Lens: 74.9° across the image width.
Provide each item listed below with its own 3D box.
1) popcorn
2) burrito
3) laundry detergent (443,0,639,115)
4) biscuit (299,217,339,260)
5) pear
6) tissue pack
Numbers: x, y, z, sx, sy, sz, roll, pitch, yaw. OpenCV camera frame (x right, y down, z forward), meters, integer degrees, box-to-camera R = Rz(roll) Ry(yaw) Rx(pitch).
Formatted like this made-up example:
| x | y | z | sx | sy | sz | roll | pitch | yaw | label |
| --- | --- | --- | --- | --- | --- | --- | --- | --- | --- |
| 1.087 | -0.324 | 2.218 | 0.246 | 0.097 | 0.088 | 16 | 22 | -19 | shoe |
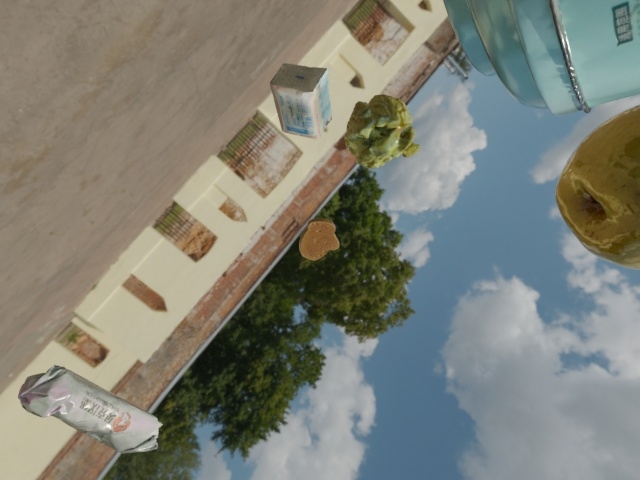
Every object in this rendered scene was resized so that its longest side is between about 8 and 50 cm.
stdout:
| x | y | z | sx | sy | sz | roll | pitch | yaw | label |
| --- | --- | --- | --- | --- | --- | --- | --- | --- | --- |
| 0.155 | -0.276 | 1.076 | 0.186 | 0.187 | 0.167 | -12 | -155 | 0 | popcorn |
| -0.287 | 0.221 | 0.534 | 0.064 | 0.203 | 0.064 | -16 | -135 | 16 | burrito |
| 0.247 | -0.250 | 0.276 | 0.306 | 0.287 | 0.287 | -8 | -143 | 38 | laundry detergent |
| 0.000 | -0.001 | 1.218 | 0.140 | 0.118 | 0.023 | -62 | -157 | 27 | biscuit |
| 0.604 | -0.100 | 0.745 | 0.314 | 0.314 | 0.314 | -45 | -166 | 14 | pear |
| -0.026 | -0.204 | 0.618 | 0.094 | 0.074 | 0.058 | 80 | 29 | -59 | tissue pack |
